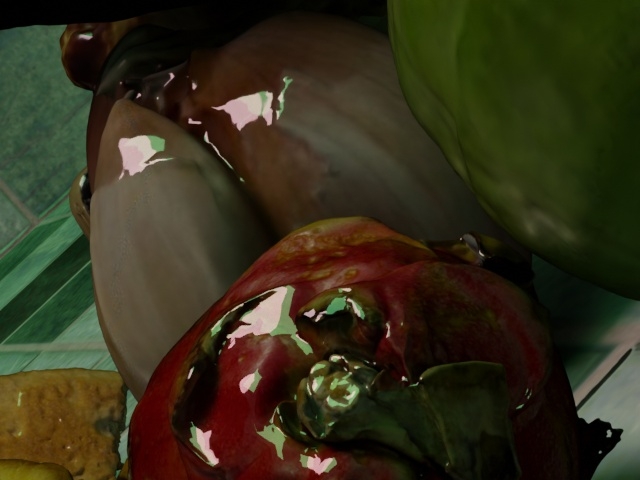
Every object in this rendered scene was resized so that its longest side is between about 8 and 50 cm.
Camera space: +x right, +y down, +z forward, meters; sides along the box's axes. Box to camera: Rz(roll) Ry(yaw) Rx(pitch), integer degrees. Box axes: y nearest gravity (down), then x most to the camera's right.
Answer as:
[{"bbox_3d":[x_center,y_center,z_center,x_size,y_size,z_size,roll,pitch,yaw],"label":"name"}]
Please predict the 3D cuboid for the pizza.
[{"bbox_3d":[-0.184,0.144,0.918,0.246,0.127,0.058,-58,-4,-35],"label":"pizza"}]

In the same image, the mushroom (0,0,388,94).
[{"bbox_3d":[-0.072,-0.226,0.736,0.331,0.334,0.356,-12,6,30],"label":"mushroom"}]

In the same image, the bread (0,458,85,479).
[{"bbox_3d":[-0.138,0.168,0.786,0.187,0.065,0.149,-6,51,49],"label":"bread"}]

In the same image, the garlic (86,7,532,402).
[{"bbox_3d":[0.000,0.000,0.726,0.160,0.191,0.214,-15,2,7],"label":"garlic"}]

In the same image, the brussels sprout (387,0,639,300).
[{"bbox_3d":[0.113,-0.091,0.514,0.244,0.244,0.244,-39,11,9],"label":"brussels sprout"}]

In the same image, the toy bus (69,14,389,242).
[{"bbox_3d":[0.014,-0.072,1.005,0.289,0.139,0.157,-44,14,-32],"label":"toy bus"}]

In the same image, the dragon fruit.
[{"bbox_3d":[-0.010,0.067,0.545,0.246,0.125,0.125,-27,30,56],"label":"dragon fruit"}]
